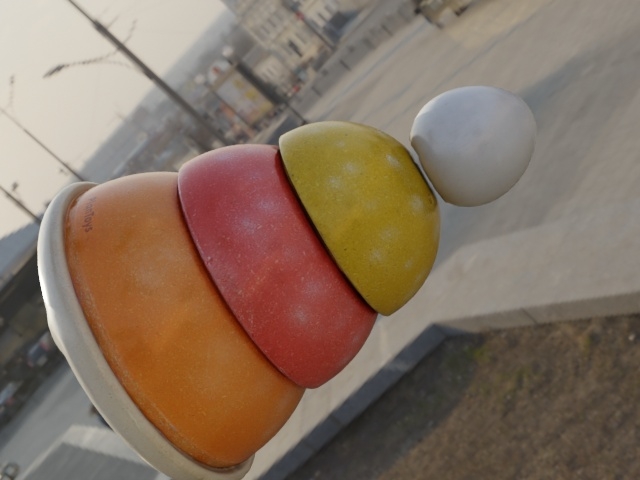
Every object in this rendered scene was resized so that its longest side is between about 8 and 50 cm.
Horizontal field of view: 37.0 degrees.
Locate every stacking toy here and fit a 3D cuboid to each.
[{"bbox_3d":[0.000,0.000,0.955,0.480,0.350,0.350,-29,17,12],"label":"stacking toy"}]
